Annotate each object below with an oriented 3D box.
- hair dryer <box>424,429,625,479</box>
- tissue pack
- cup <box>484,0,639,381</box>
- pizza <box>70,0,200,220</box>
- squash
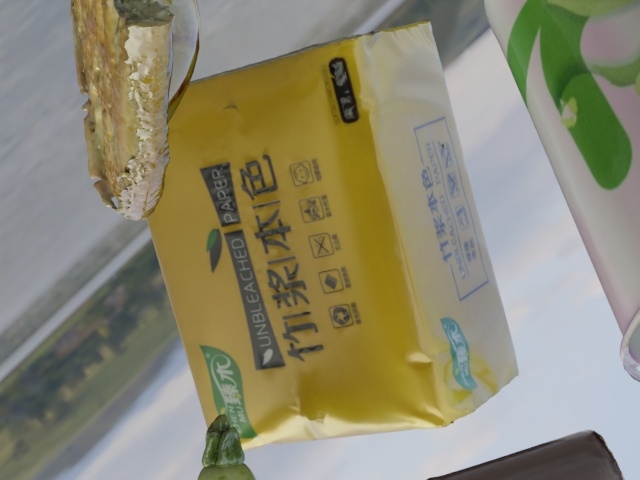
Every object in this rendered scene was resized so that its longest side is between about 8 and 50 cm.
[{"bbox_3d":[0.057,0.194,0.549,0.189,0.107,0.344,-19,-163,2],"label":"hair dryer"},{"bbox_3d":[0.000,0.000,1.512,0.293,0.382,0.228,-12,-172,30],"label":"tissue pack"},{"bbox_3d":[0.242,-0.084,0.920,0.253,0.274,0.253,-18,152,-10],"label":"cup"},{"bbox_3d":[-0.112,-0.134,0.986,0.080,0.188,0.204,-7,161,-16],"label":"pizza"},{"bbox_3d":[-0.065,0.267,1.362,0.094,0.224,0.094,-17,169,-3],"label":"squash"}]
